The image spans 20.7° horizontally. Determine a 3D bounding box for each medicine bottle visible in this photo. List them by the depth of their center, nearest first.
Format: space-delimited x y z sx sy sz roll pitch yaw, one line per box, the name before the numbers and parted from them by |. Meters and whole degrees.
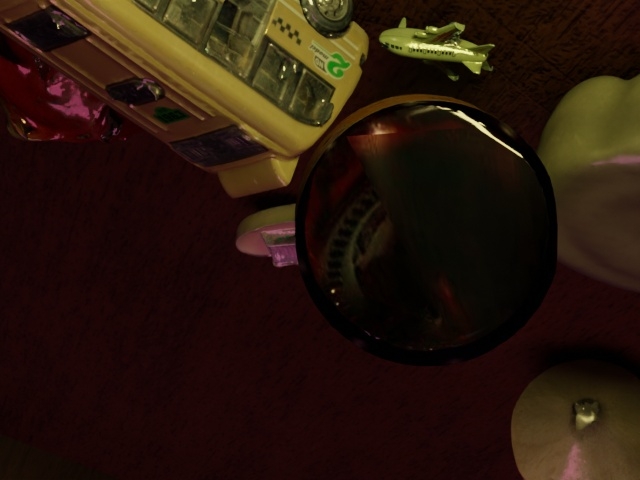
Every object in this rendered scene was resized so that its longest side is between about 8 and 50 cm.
medicine bottle | 0.093 -0.017 1.671 0.242 0.242 0.395 19 -178 -1

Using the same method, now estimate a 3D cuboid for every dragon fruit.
dragon fruit | -0.241 -0.214 1.731 0.200 0.198 0.269 -19 120 1

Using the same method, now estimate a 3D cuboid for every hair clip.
hair clip | 0.000 -0.003 2.112 0.218 0.071 0.159 5 151 16

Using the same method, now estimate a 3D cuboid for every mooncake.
mooncake | 0.328 -0.056 1.673 0.275 0.135 0.275 14 153 7

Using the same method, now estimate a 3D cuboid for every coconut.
coconut | 0.347 0.260 2.276 0.202 0.202 0.222 12 161 15

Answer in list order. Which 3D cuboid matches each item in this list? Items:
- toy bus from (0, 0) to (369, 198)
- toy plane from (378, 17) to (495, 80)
toy bus | -0.138 -0.205 1.604 0.365 0.202 0.177 34 151 -32
toy plane | 0.111 -0.185 1.663 0.111 0.040 0.102 16 155 7
